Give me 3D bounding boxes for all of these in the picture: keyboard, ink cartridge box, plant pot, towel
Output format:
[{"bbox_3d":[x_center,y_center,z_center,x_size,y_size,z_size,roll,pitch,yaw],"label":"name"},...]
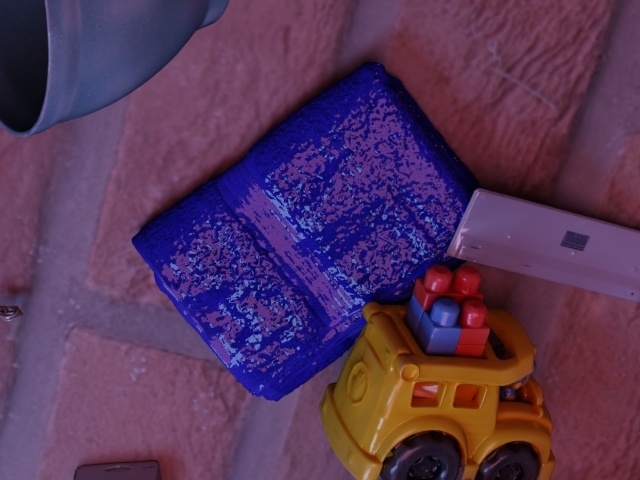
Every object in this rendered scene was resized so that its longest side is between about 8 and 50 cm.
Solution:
[{"bbox_3d":[0.241,0.008,1.616,0.256,0.014,0.072,13,105,-28],"label":"keyboard"},{"bbox_3d":[-0.204,0.295,1.729,0.088,0.052,0.122,-5,110,0],"label":"ink cartridge box"},{"bbox_3d":[-0.194,-0.250,1.420,0.196,0.293,0.293,-15,114,-25],"label":"plant pot"},{"bbox_3d":[0.000,0.000,1.611,0.308,0.076,0.227,-37,109,11],"label":"towel"}]

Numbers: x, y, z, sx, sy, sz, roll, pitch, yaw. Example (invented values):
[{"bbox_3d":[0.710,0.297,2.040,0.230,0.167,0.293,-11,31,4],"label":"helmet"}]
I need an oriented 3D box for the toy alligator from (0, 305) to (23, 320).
[{"bbox_3d":[-0.387,0.057,1.627,0.190,0.056,0.051,-5,111,-1],"label":"toy alligator"}]

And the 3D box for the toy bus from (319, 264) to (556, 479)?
[{"bbox_3d":[0.133,0.125,1.601,0.220,0.149,0.211,6,117,-23],"label":"toy bus"}]
